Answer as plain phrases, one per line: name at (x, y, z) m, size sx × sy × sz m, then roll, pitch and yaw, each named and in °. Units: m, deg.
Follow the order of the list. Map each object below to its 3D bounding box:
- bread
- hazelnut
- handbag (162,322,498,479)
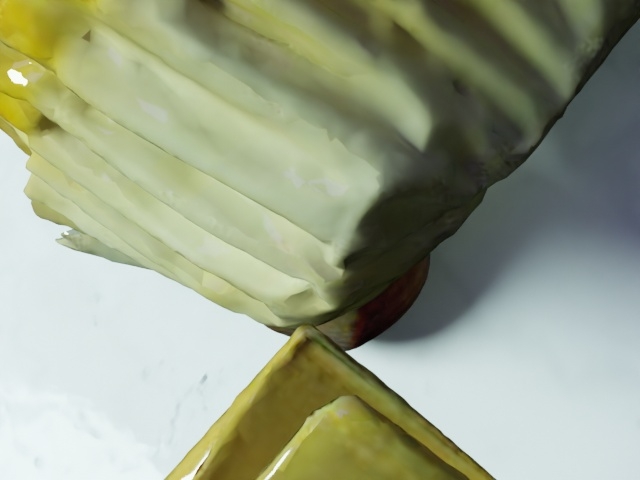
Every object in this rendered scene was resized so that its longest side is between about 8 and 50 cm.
bread at (0.049, -0.157, 0.453) m, size 0.183 × 0.236 × 0.388 m, roll 40°, pitch 64°, yaw -4°
hazelnut at (0.000, 0.000, 0.541) m, size 0.086 × 0.086 × 0.086 m, roll -4°, pitch 73°, yaw 14°
handbag at (-0.035, 0.251, 0.367) m, size 0.283 × 0.133 × 0.401 m, roll 41°, pitch 89°, yaw -18°
